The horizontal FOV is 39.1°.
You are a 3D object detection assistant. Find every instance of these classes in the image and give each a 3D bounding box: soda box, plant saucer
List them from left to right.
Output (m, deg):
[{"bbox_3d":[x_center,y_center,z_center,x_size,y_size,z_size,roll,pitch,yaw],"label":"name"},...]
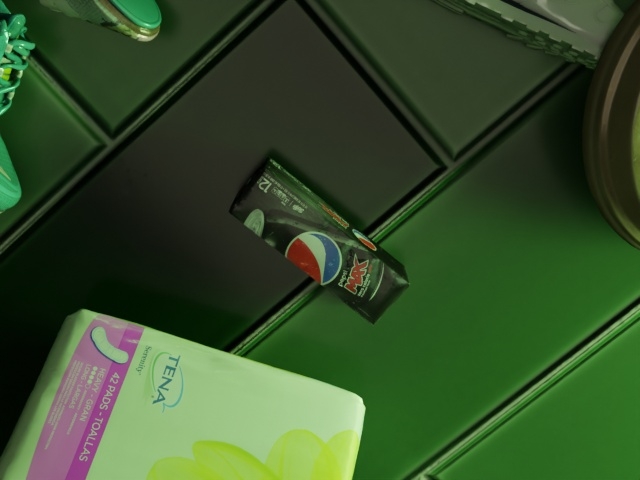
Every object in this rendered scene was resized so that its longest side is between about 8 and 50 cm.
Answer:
[{"bbox_3d":[0.000,0.000,0.816,0.169,0.060,0.053,38,103,-9],"label":"soda box"},{"bbox_3d":[0.349,-0.106,0.753,0.278,0.041,0.278,-6,111,-16],"label":"plant saucer"}]

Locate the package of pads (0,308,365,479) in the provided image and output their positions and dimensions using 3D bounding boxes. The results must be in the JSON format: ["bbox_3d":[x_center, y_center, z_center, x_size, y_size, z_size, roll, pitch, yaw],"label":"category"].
[{"bbox_3d":[-0.121,0.204,0.791,0.296,0.229,0.101,19,143,-4],"label":"package of pads"}]

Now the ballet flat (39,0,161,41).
[{"bbox_3d":[-0.223,-0.246,0.755,0.079,0.077,0.221,-33,98,27],"label":"ballet flat"}]

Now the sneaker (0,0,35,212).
[{"bbox_3d":[-0.293,-0.149,0.751,0.110,0.107,0.275,-12,115,-10],"label":"sneaker"}]

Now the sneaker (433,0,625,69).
[{"bbox_3d":[0.188,-0.212,0.750,0.235,0.090,0.095,25,94,-7],"label":"sneaker"}]
